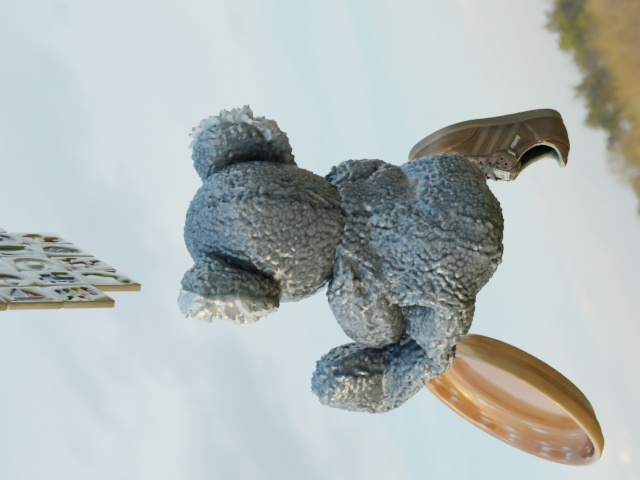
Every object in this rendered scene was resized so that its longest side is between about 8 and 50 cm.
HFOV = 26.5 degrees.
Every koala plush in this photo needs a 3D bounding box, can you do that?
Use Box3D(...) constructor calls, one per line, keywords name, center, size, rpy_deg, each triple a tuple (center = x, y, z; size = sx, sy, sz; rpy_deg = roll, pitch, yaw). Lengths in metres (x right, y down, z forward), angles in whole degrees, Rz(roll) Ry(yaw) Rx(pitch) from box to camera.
Box3D(name="koala plush", center=(0.000, 0.000, 1.006), size=(0.221, 0.203, 0.196), rpy_deg=(16, -118, -19))

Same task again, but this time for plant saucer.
Box3D(name="plant saucer", center=(0.180, 0.146, 1.286), size=(0.037, 0.200, 0.200), rpy_deg=(-57, -43, -19))

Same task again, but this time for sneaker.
Box3D(name="sneaker", center=(0.198, -0.101, 1.587), size=(0.066, 0.188, 0.071), rpy_deg=(70, -174, -65))

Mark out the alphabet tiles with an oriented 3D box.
Box3D(name="alphabet tiles", center=(-0.367, 0.022, 1.438), size=(0.285, 0.342, 0.011), rpy_deg=(0, -76, -35))
